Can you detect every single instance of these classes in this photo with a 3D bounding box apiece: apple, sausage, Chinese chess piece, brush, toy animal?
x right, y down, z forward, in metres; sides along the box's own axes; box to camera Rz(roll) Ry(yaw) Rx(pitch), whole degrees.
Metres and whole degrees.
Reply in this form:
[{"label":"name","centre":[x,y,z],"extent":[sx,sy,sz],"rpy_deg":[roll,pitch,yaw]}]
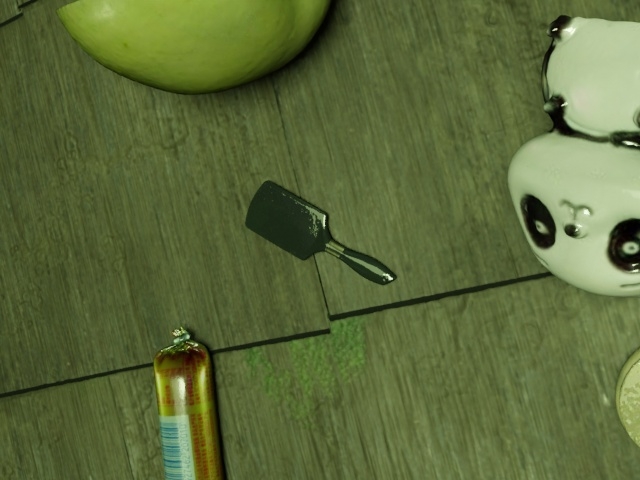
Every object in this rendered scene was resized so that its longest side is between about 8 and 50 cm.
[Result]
[{"label":"apple","centre":[-0.130,-0.288,0.756],"extent":[0.254,0.292,0.291],"rpy_deg":[0,93,49]},{"label":"sausage","centre":[-0.150,0.287,0.907],"extent":[0.082,0.082,0.371],"rpy_deg":[-8,89,24]},{"label":"Chinese chess piece","centre":[0.334,0.147,0.697],"extent":[0.122,0.051,0.122],"rpy_deg":[2,96,24]},{"label":"brush","centre":[0.000,0.000,0.856],"extent":[0.193,0.016,0.063],"rpy_deg":[31,105,20]},{"label":"toy animal","centre":[0.264,-0.066,0.652],"extent":[0.187,0.165,0.235],"rpy_deg":[23,102,44]}]
